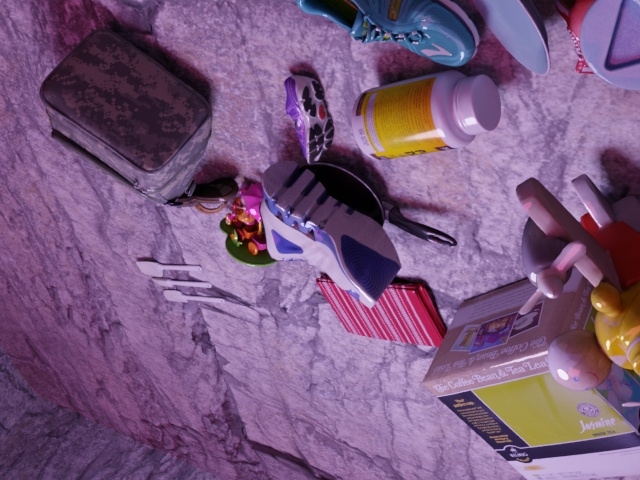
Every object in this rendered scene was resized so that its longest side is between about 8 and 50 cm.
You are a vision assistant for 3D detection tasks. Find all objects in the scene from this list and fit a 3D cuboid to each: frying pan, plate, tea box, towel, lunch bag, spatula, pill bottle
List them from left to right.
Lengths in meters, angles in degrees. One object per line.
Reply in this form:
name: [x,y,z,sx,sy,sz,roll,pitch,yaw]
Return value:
lunch bag: [-0.371,-0.218,1.529,0.305,0.212,0.256,35,162,1]
spatula: [-0.375,0.114,2.079,0.242,0.019,0.168,1,133,39]
frying pan: [0.087,-0.077,1.440,0.326,0.053,0.197,1,134,39]
towel: [0.137,0.153,1.700,0.275,0.031,0.199,3,137,39]
pill bottle: [0.161,-0.192,1.188,0.215,0.117,0.117,-4,130,43]
plate: [0.243,-0.294,0.997,0.188,0.024,0.188,53,-176,-6]
tea box: [0.429,0.250,1.409,0.323,0.220,0.329,43,144,-14]

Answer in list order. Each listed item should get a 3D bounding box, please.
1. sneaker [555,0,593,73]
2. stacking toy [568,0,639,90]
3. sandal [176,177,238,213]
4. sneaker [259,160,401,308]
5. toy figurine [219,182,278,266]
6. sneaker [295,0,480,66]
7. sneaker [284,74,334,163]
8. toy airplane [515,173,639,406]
sneaker: [0.341,-0.264,1.020,0.118,0.042,0.067,36,142,-7]
stacking toy: [0.340,-0.325,0.835,0.279,0.130,0.309,32,136,5]
sandal: [-0.241,-0.085,1.665,0.219,0.090,0.060,-7,117,48]
sneaker: [-0.001,-0.001,1.486,0.315,0.127,0.182,44,152,2]
toy figurine: [-0.141,-0.058,1.631,0.173,0.130,0.159,43,138,32]
sneaker: [0.091,-0.312,1.109,0.275,0.110,0.107,26,145,10]
sneaker: [-0.025,-0.217,1.374,0.071,0.068,0.170,25,139,39]
toy airplane: [0.414,0.086,1.082,0.386,0.272,0.384,48,-170,16]
